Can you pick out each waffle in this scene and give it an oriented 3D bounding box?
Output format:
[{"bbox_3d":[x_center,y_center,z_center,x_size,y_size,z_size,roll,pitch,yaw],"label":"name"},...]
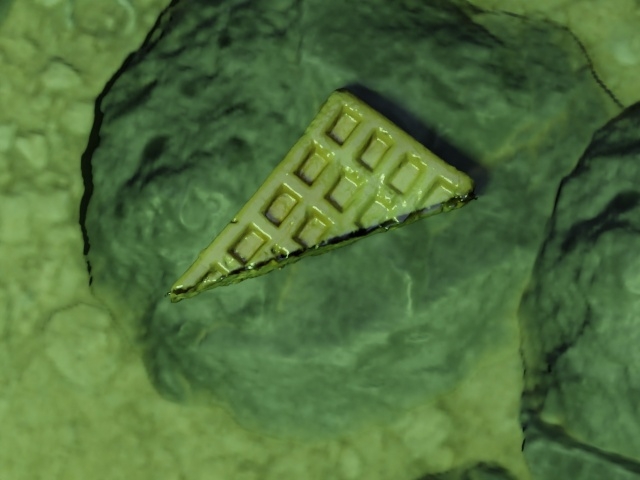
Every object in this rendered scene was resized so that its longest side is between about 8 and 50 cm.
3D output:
[{"bbox_3d":[0.000,0.000,1.056,0.097,0.023,0.152,40,84,9],"label":"waffle"}]
